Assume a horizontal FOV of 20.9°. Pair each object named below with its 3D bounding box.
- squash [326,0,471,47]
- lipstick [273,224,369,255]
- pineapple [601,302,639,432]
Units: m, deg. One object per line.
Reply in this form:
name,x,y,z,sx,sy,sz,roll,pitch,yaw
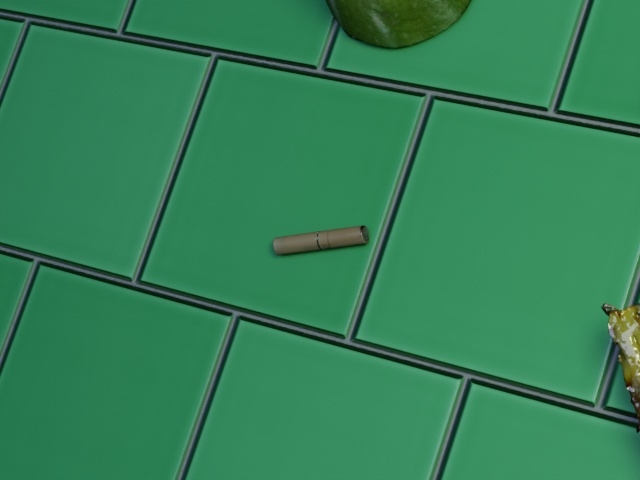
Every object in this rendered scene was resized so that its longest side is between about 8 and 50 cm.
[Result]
squash,0.063,-0.274,1.647,0.170,0.123,0.170,-5,76,22
lipstick,0.000,0.000,1.638,0.094,0.019,0.019,-8,70,25
pineapple,0.326,0.133,1.398,0.135,0.079,0.233,-30,68,25
